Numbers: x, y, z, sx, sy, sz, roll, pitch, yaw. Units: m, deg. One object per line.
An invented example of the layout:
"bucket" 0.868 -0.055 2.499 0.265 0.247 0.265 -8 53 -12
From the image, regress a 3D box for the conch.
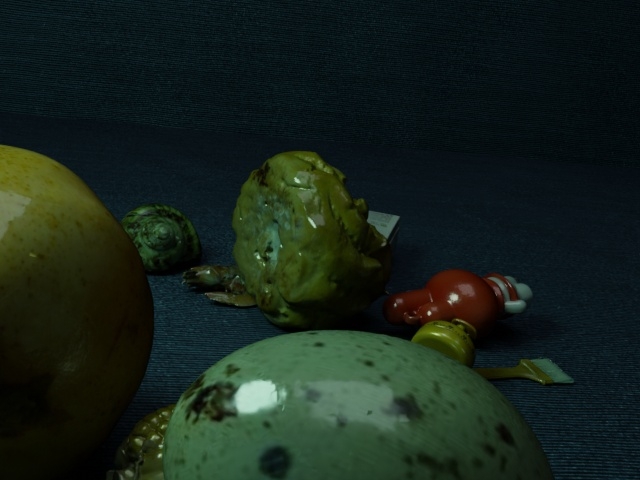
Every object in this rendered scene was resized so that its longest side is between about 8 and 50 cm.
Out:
"conch" -0.325 -0.006 1.569 0.187 0.124 0.181 8 20 -21

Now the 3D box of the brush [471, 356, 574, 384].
"brush" 0.316 0.225 1.284 0.218 0.010 0.082 -1 20 -18

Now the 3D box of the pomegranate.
"pomegranate" -0.401 0.090 0.848 0.416 0.417 0.417 6 19 -2

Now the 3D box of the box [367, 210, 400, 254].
"box" 0.036 -0.007 1.715 0.260 0.111 0.194 13 20 12

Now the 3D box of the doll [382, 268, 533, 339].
"doll" 0.254 0.119 1.396 0.290 0.130 0.161 -10 26 -26

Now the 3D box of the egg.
"egg" 0.039 0.231 0.714 0.379 0.288 0.287 17 16 -15

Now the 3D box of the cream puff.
"cream puff" 0.000 -0.002 1.398 0.257 0.291 0.324 6 29 -35

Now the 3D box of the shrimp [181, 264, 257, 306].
"shrimp" -0.178 0.083 1.465 0.187 0.052 0.132 3 19 -23

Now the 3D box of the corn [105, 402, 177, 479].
"corn" -0.067 0.237 0.911 0.387 0.144 0.144 -11 25 -38

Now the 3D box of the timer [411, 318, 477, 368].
"timer" 0.193 0.186 1.215 0.107 0.107 0.109 17 39 28
